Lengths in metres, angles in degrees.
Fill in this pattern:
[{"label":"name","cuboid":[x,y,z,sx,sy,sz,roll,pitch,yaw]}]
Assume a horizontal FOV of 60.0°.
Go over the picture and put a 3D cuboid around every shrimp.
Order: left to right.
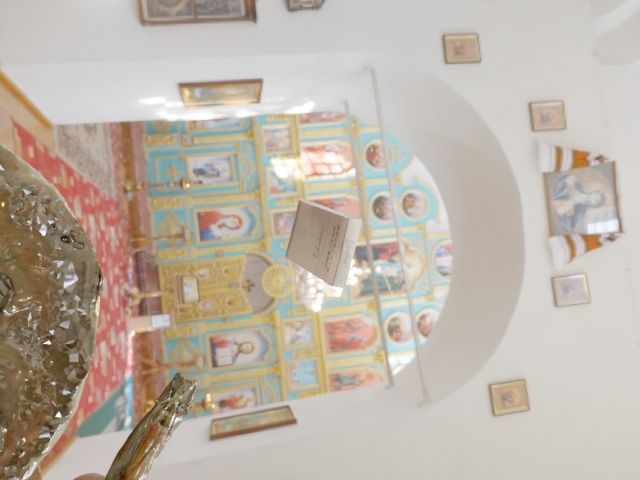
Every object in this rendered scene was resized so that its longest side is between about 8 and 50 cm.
[{"label":"shrimp","cuboid":[-0.110,0.133,0.343,0.108,0.023,0.059,-55,-166,9]}]

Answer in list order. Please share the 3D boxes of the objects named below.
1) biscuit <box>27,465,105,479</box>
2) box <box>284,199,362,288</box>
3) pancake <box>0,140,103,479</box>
[{"label":"biscuit","cuboid":[-0.259,0.301,0.523,0.250,0.165,0.036,52,-40,1]},{"label":"box","cuboid":[0.000,-0.001,0.897,0.198,0.029,0.109,26,-76,63]},{"label":"pancake","cuboid":[-0.364,0.064,0.405,0.082,0.387,0.387,-12,-96,60]}]
